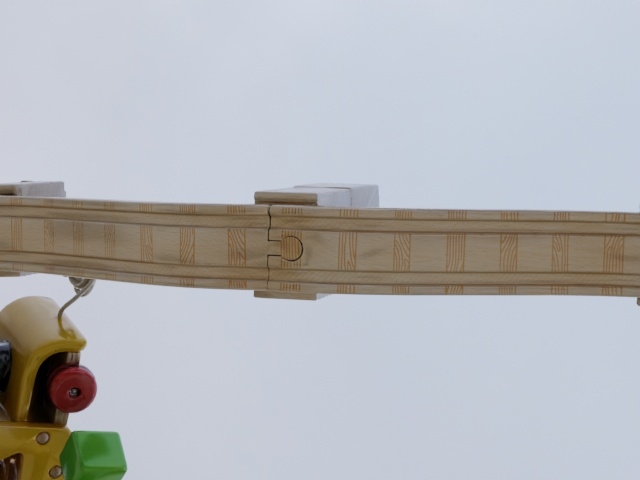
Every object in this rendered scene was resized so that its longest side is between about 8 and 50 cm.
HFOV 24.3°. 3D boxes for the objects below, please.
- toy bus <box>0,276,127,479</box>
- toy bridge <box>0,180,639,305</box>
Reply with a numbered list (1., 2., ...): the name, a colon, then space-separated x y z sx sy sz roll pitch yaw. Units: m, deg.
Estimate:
1. toy bus: -0.199 0.109 0.851 0.191 0.104 0.202 -44 -131 48
2. toy bridge: 0.000 0.000 0.347 0.188 0.063 0.026 2 -86 16
